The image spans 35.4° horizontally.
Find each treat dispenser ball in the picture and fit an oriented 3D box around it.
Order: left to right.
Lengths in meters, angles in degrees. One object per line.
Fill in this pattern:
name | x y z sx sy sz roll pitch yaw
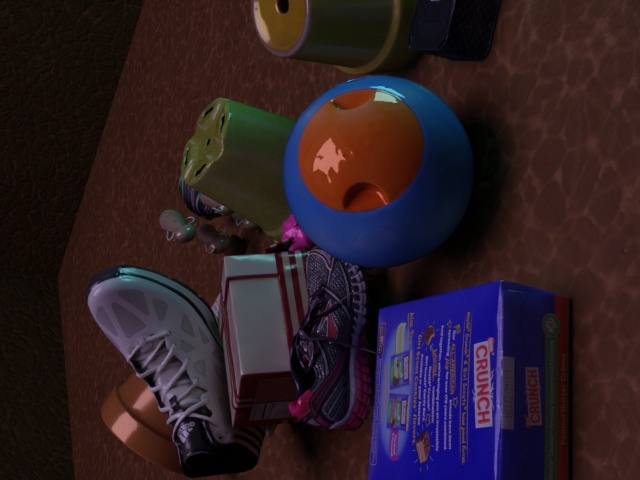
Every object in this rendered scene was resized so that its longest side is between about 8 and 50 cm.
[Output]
treat dispenser ball | 0.087 -0.103 1.510 0.288 0.288 0.288 -33 52 58

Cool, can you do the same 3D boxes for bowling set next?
bowling set | -0.202 -0.041 2.293 0.287 0.200 0.154 -39 30 -11

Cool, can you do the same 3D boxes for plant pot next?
plant pot | -0.316 0.358 2.247 0.203 0.291 0.291 -59 29 7
plant pot | -0.120 -0.146 1.945 0.276 0.254 0.276 -38 40 43
plant pot | 0.024 -0.406 1.721 0.254 0.239 0.254 19 115 49

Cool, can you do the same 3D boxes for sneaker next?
sneaker | -0.241 0.246 1.775 0.169 0.447 0.257 -36 27 15
sneaker | 0.008 0.138 1.533 0.121 0.112 0.299 131 142 -50

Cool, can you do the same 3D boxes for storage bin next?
storage bin | 0.216 -0.379 1.577 0.122 0.084 0.180 23 103 65

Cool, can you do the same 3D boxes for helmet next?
helmet | -0.264 -0.142 2.417 0.161 0.169 0.169 117 154 -66

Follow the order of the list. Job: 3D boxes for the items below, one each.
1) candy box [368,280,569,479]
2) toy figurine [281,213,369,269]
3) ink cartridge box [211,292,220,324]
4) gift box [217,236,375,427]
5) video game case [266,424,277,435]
candy box | 0.195 0.212 1.370 0.317 0.122 0.268 159 119 -63
toy figurine | 0.000 0.000 1.811 0.173 0.159 0.130 -55 35 44
ink cartridge box | -0.103 0.088 1.998 0.255 0.097 0.189 -60 26 6
gift box | -0.037 0.160 1.743 0.255 0.276 0.258 112 151 -54
video game case | -0.100 0.311 1.977 0.122 0.011 0.087 -111 36 -44
